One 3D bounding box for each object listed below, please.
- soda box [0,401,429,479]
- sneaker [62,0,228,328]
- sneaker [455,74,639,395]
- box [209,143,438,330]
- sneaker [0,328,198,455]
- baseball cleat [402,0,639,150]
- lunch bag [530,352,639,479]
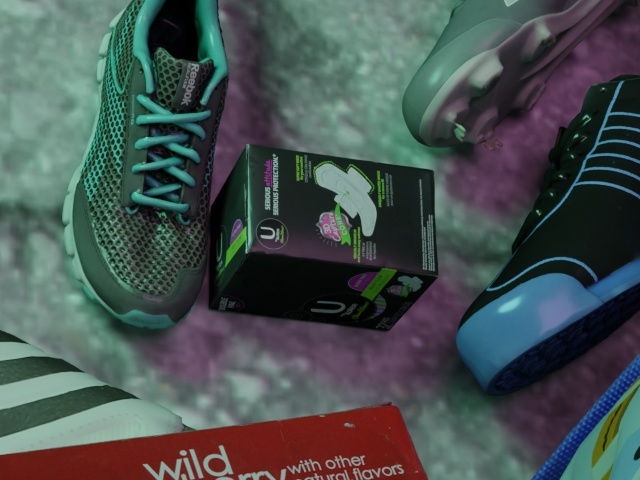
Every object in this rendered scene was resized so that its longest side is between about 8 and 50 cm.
[{"bbox_3d":[-0.090,0.118,0.569,0.263,0.083,0.092,-4,51,-25],"label":"soda box"},{"bbox_3d":[-0.069,-0.046,0.832,0.065,0.076,0.166,7,62,-15],"label":"sneaker"},{"bbox_3d":[0.127,-0.017,0.890,0.232,0.081,0.090,-31,74,-37],"label":"sneaker"},{"bbox_3d":[0.000,0.000,0.840,0.083,0.062,0.052,8,63,-16],"label":"box"},{"bbox_3d":[-0.190,0.199,0.634,0.257,0.169,0.447,30,49,7],"label":"sneaker"},{"bbox_3d":[0.084,-0.120,0.941,0.109,0.072,0.206,38,52,18],"label":"baseball cleat"},{"bbox_3d":[0.226,0.162,0.699,0.328,0.385,0.239,37,15,2],"label":"lunch bag"}]
